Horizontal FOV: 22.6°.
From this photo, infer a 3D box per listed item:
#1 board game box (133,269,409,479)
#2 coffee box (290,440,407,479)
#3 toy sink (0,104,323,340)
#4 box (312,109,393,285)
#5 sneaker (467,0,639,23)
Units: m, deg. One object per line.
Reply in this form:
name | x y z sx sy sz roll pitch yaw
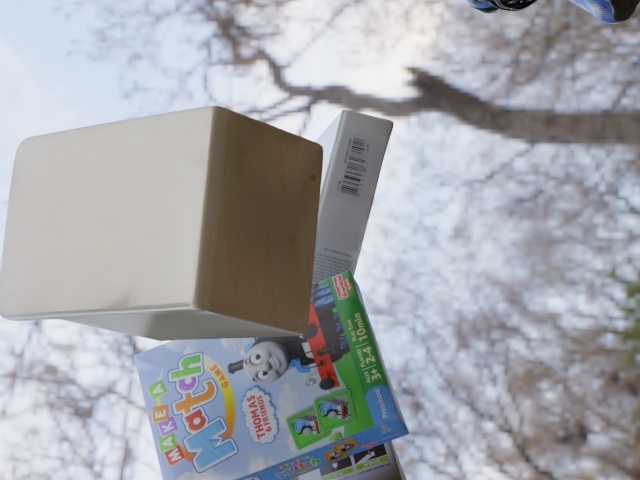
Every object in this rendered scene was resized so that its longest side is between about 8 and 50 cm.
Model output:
board game box | -0.047 0.134 1.400 0.039 0.211 0.160 60 -171 -54
coffee box | 0.049 0.314 1.451 0.297 0.119 0.168 -107 -3 -61
toy sink | -0.124 -0.004 1.255 0.131 0.234 0.152 17 -108 -46
box | 0.000 0.000 1.658 0.322 0.058 0.232 142 143 -83
sneaker | 0.265 -0.334 1.971 0.130 0.330 0.147 -1 -60 -37
